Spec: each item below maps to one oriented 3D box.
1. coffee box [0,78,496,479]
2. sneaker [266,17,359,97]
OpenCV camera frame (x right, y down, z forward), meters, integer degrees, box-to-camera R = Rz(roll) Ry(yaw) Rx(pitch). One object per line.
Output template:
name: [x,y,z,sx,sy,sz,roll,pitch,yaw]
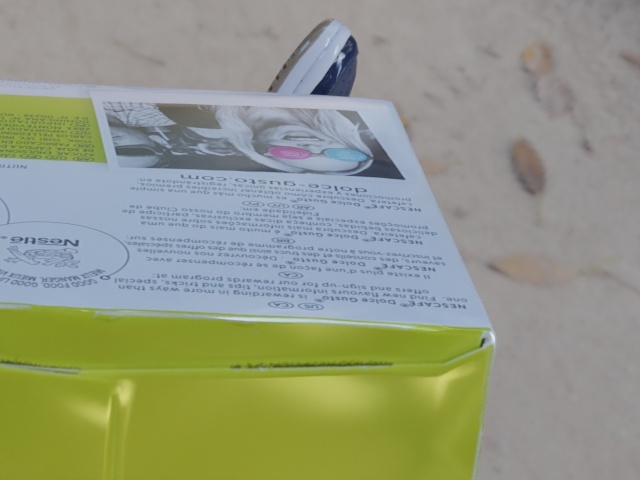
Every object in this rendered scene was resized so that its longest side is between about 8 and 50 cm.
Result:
coffee box: [-0.127,0.124,0.835,0.338,0.337,0.334,4,20,-7]
sneaker: [0.000,0.000,1.175,0.153,0.282,0.099,27,17,3]
